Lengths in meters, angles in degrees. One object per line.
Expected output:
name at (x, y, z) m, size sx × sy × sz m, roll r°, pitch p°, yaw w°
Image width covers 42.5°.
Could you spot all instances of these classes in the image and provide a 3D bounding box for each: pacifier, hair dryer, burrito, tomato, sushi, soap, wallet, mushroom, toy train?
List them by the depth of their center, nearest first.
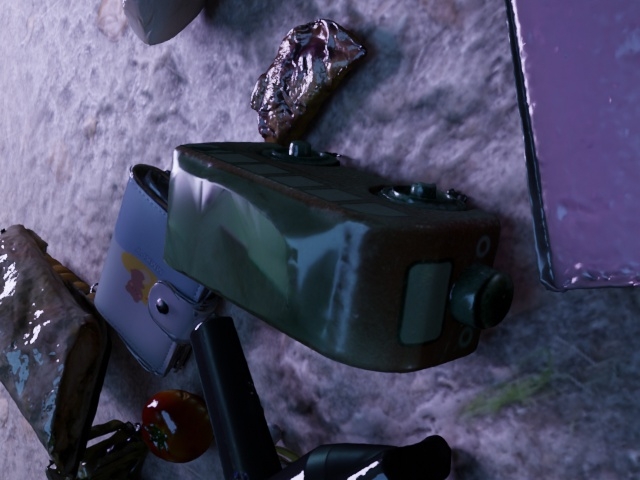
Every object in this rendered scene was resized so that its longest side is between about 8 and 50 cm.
soap at (0.204, -0.104, 0.478) m, size 0.181 × 0.081 × 0.260 m, roll -11°, pitch 84°, yaw 49°
toy train at (0.000, 0.000, 0.673) m, size 0.326 × 0.159 × 0.129 m, roll 24°, pitch 114°, yaw 44°
hair dryer at (-0.035, 0.167, 0.737) m, size 0.244 × 0.116 × 0.302 m, roll -40°, pitch 54°, yaw 22°
pacifier at (-0.049, 0.219, 0.843) m, size 0.083 × 0.068 × 0.064 m, roll -36°, pitch 33°, yaw 39°
mushroom at (-0.147, -0.301, 0.871) m, size 0.212 × 0.088 × 0.097 m, roll -53°, pitch 23°, yaw 32°
tomato at (-0.161, 0.212, 0.949) m, size 0.087 × 0.075 × 0.087 m, roll 11°, pitch 109°, yaw 35°
wallet at (-0.183, 0.040, 0.961) m, size 0.170 × 0.069 × 0.231 m, roll 43°, pitch 130°, yaw 17°
burrito at (-0.363, 0.122, 1.058) m, size 0.175 × 0.107 × 0.348 m, roll -49°, pitch 59°, yaw 9°
sushi at (-0.310, 0.380, 1.096) m, size 0.131 × 0.139 × 0.291 m, roll 36°, pitch 119°, yaw 33°

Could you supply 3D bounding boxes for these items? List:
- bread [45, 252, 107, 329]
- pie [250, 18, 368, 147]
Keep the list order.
bread at (-0.389, 0.107, 1.199) m, size 0.225 × 0.081 × 0.134 m, roll 26°, pitch 114°, yaw 42°
pie at (-0.021, -0.147, 0.776) m, size 0.170 × 0.034 × 0.092 m, roll -51°, pitch 60°, yaw 40°
